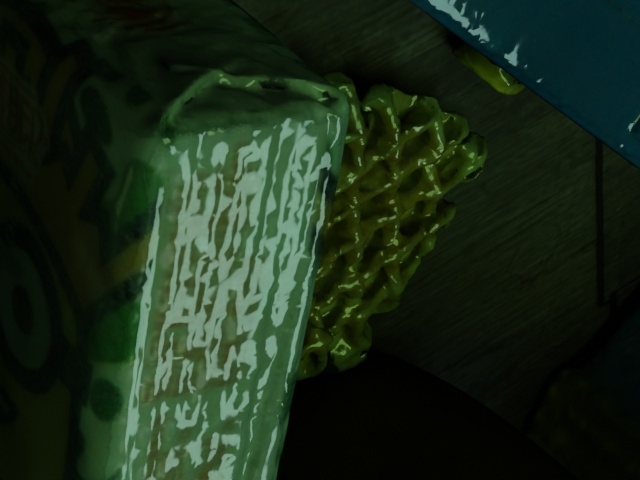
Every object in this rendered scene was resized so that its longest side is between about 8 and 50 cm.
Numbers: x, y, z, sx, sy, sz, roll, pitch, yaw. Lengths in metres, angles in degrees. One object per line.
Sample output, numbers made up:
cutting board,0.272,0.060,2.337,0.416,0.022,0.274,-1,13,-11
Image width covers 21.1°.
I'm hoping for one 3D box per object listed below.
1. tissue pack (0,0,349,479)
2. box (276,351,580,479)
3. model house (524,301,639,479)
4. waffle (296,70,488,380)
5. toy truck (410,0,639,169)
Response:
tissue pack,-0.109,0.015,0.858,0.128,0.228,0.311,-13,129,-32
box,0.043,0.229,1.176,0.301,0.216,0.301,-22,135,-24
model house,0.303,0.184,1.350,0.303,0.237,0.215,-48,138,4
waffle,-0.002,-0.002,1.068,0.204,0.054,0.223,9,116,-56
toy truck,0.126,-0.163,0.966,0.161,0.162,0.385,-52,139,9
